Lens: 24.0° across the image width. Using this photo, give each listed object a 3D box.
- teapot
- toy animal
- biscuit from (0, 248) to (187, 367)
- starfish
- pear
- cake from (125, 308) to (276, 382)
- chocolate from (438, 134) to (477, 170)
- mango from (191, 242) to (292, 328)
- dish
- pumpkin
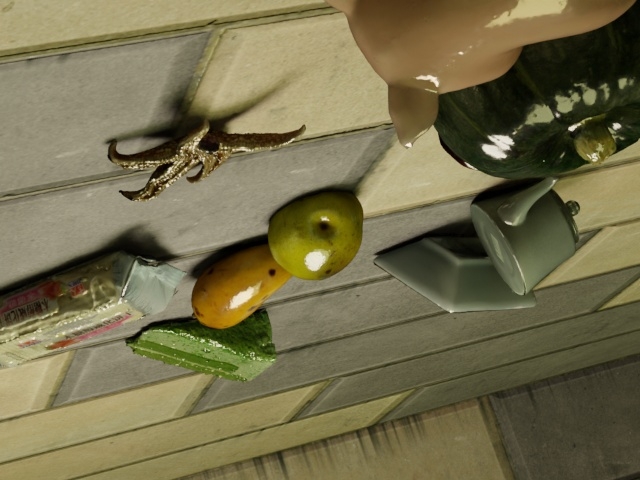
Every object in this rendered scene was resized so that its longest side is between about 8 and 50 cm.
[{"bbox_3d":[0.334,-0.016,2.320,0.149,0.162,0.239,-30,146,-7],"label":"teapot"},{"bbox_3d":[0.151,-0.244,1.358,0.256,0.195,0.213,-28,-170,33],"label":"toy animal"},{"bbox_3d":[-0.341,0.090,2.023,0.309,0.079,0.186,-19,165,5],"label":"biscuit"},{"bbox_3d":[-0.127,-0.102,1.697,0.238,0.057,0.213,-18,171,9],"label":"starfish"},{"bbox_3d":[0.000,0.000,2.075,0.141,0.104,0.141,-18,167,-4],"label":"pear"},{"bbox_3d":[-0.189,0.180,2.438,0.235,0.099,0.100,-3,155,-40],"label":"cake"},{"bbox_3d":[0.181,-0.140,1.826,0.080,0.125,0.148,0,164,-7],"label":"chocolate"},{"bbox_3d":[-0.114,0.063,2.165,0.178,0.090,0.115,-33,168,31],"label":"mango"},{"bbox_3d":[0.230,0.040,2.431,0.243,0.182,0.080,-2,118,-48],"label":"dish"},{"bbox_3d":[0.255,-0.178,1.603,0.300,0.207,0.300,-17,164,-5],"label":"pumpkin"}]
